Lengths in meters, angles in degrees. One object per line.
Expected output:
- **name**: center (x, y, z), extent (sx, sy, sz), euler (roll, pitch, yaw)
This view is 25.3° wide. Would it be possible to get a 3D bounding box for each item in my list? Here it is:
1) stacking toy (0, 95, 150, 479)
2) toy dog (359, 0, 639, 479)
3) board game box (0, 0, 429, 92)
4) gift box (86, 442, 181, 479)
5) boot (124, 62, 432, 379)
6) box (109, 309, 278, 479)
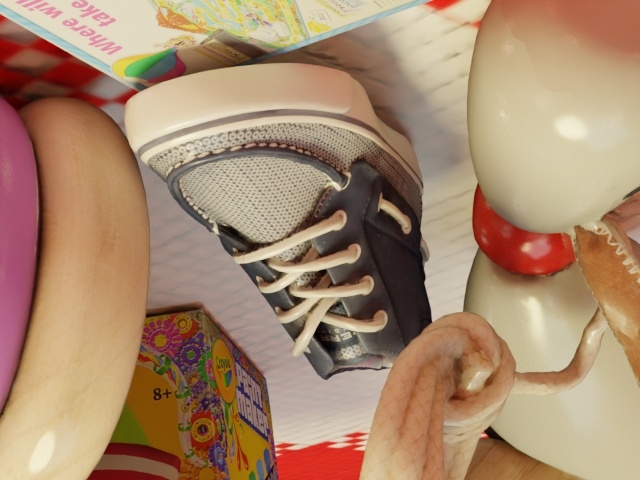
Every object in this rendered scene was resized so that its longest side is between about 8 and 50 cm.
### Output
- **stacking toy**: center (-0.223, -0.003, 0.400), extent (0.330, 0.141, 0.141), euler (11, 154, -28)
- **toy dog**: center (0.131, 0.036, 0.540), extent (0.161, 0.220, 0.334), euler (12, 174, 12)
- **board game box**: center (-0.045, -0.086, 0.357), extent (0.103, 0.026, 0.154), euler (-16, 159, 24)
- **gift box**: center (-0.162, 0.218, 0.542), extent (0.255, 0.258, 0.276), euler (-9, 176, -6)
- **boot**: center (0.000, 0.000, 0.483), extent (0.069, 0.086, 0.190), euler (-15, 168, 21)
- **box**: center (-0.170, 0.211, 0.775), extent (0.290, 0.279, 0.177), euler (-10, 161, 6)
